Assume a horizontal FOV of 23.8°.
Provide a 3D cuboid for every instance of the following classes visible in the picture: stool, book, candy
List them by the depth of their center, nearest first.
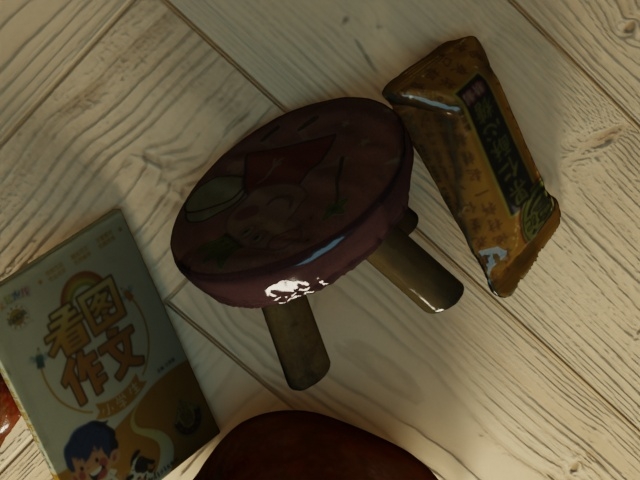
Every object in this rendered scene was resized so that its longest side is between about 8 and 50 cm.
[{"bbox_3d":[0.000,0.000,1.557,0.272,0.272,0.178,-30,123,6],"label":"stool"},{"bbox_3d":[0.173,-0.081,1.609,0.143,0.101,0.271,-41,113,-29],"label":"candy"},{"bbox_3d":[-0.237,0.142,1.636,0.208,0.020,0.295,-37,114,-35],"label":"book"}]

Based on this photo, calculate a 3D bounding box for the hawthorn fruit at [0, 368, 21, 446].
[{"bbox_3d":[-0.442,0.138,1.603,0.210,0.210,0.262,-37,89,9],"label":"hawthorn fruit"}]

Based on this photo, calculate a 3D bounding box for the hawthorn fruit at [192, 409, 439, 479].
[{"bbox_3d":[0.003,0.343,1.656,0.324,0.308,0.308,35,104,-23],"label":"hawthorn fruit"}]
